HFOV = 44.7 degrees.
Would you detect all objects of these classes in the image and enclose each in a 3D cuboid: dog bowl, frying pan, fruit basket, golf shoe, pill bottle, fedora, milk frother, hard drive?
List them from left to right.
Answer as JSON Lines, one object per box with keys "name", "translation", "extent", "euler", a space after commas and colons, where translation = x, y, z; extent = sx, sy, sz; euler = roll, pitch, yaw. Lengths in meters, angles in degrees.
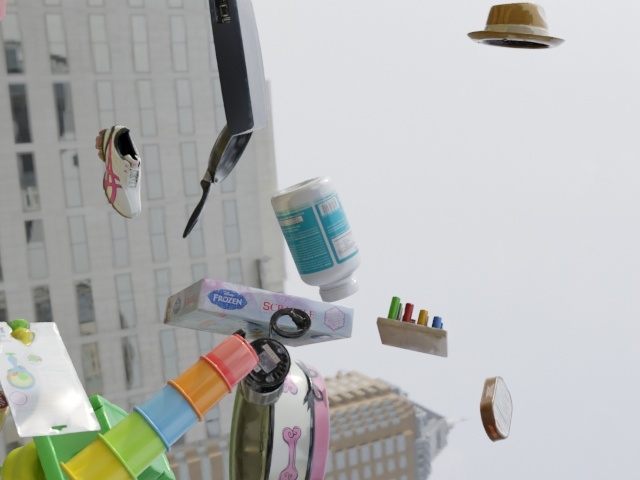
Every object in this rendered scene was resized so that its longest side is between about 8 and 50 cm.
{"name": "fruit basket", "translation": [-0.598, 0.565, 1.886], "extent": [0.283, 0.392, 0.392], "euler": [55, -38, 34]}
{"name": "golf shoe", "translation": [-0.388, -0.134, 1.533], "extent": [0.086, 0.067, 0.186], "euler": [-5, -78, 45]}
{"name": "frying pan", "translation": [-0.236, -0.163, 1.806], "extent": [0.326, 0.053, 0.197], "euler": [-60, 177, 7]}
{"name": "hard drive", "translation": [-0.144, -0.319, 1.396], "extent": [0.172, 0.054, 0.254], "euler": [-53, 136, -77]}
{"name": "milk frother", "translation": [-0.079, 0.201, 1.355], "extent": [0.134, 0.143, 0.129], "euler": [107, -38, -63]}
{"name": "dog bowl", "translation": [-0.099, 0.455, 1.801], "extent": [0.408, 0.150, 0.408], "euler": [-173, -90, -73]}
{"name": "pill bottle", "translation": [0.000, 0.000, 1.718], "extent": [0.146, 0.146, 0.264], "euler": [-1, -68, 62]}
{"name": "fedora", "translation": [0.383, -0.420, 1.513], "extent": [0.194, 0.194, 0.079], "euler": [20, -72, 60]}

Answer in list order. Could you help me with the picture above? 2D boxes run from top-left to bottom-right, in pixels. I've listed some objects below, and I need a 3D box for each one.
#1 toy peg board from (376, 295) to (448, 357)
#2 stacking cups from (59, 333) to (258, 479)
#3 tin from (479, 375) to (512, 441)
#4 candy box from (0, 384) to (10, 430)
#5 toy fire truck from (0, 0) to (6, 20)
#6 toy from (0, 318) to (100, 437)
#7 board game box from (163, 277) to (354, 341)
{"name": "toy peg board", "translation": [0.223, 0.197, 1.811], "extent": [0.161, 0.161, 0.079], "euler": [70, 33, -63]}
{"name": "stacking cups", "translation": [-0.232, 0.256, 1.156], "extent": [0.096, 0.316, 0.096], "euler": [36, -29, 24]}
{"name": "tin", "translation": [0.426, 0.403, 1.877], "extent": [0.040, 0.189, 0.106], "euler": [-24, -74, 28]}
{"name": "candy box", "translation": [-0.586, 0.342, 1.254], "extent": [0.183, 0.087, 0.316], "euler": [-53, -162, 20]}
{"name": "toy fire truck", "translation": [-0.478, -0.233, 1.026], "extent": [0.192, 0.047, 0.135], "euler": [-56, -165, 37]}
{"name": "toy", "translation": [-0.466, 0.232, 1.266], "extent": [0.056, 0.137, 0.237], "euler": [-53, -127, 26]}
{"name": "board game box", "translation": [-0.139, 0.159, 1.629], "extent": [0.319, 0.318, 0.066], "euler": [156, -55, -64]}
